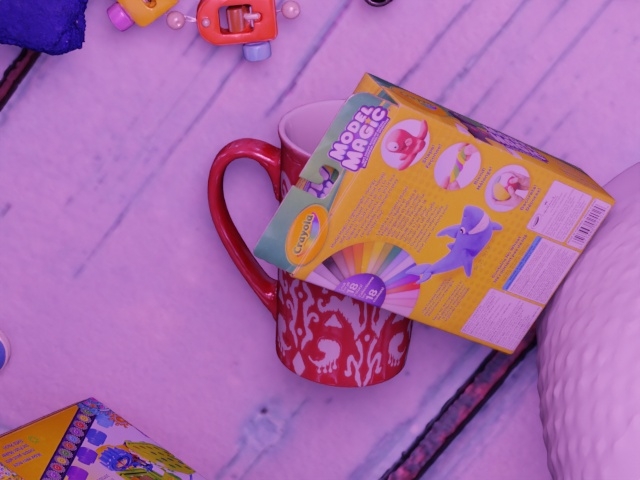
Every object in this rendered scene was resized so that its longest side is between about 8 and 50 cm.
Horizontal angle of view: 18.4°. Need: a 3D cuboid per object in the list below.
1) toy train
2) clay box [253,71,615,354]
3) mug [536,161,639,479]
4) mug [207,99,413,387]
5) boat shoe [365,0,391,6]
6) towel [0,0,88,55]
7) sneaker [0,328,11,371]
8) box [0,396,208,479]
[{"bbox_3d":[-0.085,-0.196,1.294,0.125,0.046,0.166,-11,111,2],"label":"toy train"},{"bbox_3d":[0.065,-0.018,1.237,0.222,0.053,0.127,22,108,-35],"label":"clay box"},{"bbox_3d":[0.324,0.119,1.230,0.374,0.328,0.276,4,112,3],"label":"mug"},{"bbox_3d":[0.008,-0.002,1.341,0.150,0.113,0.169,24,123,34],"label":"mug"},{"bbox_3d":[0.041,-0.219,1.272,0.049,0.040,0.142,0,112,5],"label":"boat shoe"},{"bbox_3d":[-0.271,-0.263,1.247,0.308,0.076,0.227,19,116,9],"label":"towel"},{"bbox_3d":[-0.299,0.098,1.406,0.152,0.084,0.058,-5,111,7],"label":"sneaker"},{"bbox_3d":[-0.155,0.319,1.384,0.279,0.177,0.290,34,113,18],"label":"box"}]
